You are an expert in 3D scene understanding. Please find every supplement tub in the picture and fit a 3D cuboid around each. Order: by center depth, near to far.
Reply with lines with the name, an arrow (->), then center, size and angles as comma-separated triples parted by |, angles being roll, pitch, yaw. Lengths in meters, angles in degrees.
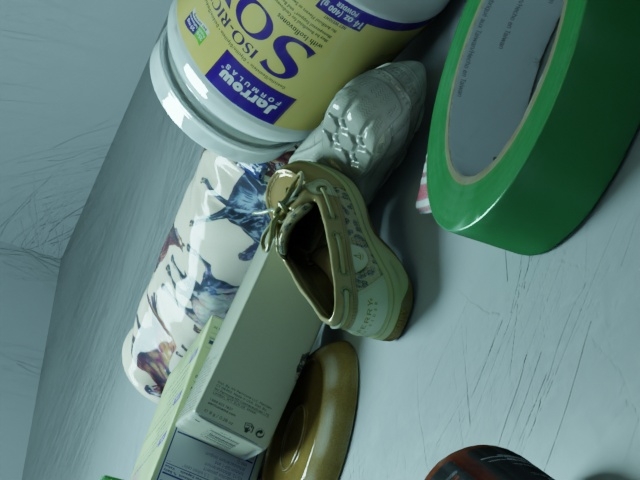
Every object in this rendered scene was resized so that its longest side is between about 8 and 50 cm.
supplement tub -> 0.137, 0.211, 1.233 | 0.198, 0.106, 0.106 | -151, 79, -76
supplement tub -> -0.025, -0.262, 2.019 | 0.331, 0.241, 0.241 | -45, 30, 40

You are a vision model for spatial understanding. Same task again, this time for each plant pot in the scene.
plant pot -> -0.018, 0.219, 1.952 | 0.236, 0.032, 0.236 | -163, 90, -76

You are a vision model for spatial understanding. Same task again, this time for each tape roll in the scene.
tape roll -> 0.189, -0.149, 1.518 | 0.321, 0.077, 0.321 | -163, 90, -75

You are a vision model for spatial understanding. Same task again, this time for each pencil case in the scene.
pencil case -> -0.119, 0.034, 2.279 | 0.183, 0.160, 0.410 | 53, 130, 39

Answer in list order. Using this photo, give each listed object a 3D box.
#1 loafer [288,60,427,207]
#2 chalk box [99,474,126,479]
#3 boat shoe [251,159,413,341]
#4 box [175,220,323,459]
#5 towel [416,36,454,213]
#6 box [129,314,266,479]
loafer -> 0.045, -0.102, 1.984 | 0.111, 0.112, 0.319 | -39, -5, -23
chalk box -> -0.245, 0.389, 2.232 | 0.132, 0.213, 0.132 | 123, 158, -45
boat shoe -> 0.000, 0.000, 1.864 | 0.285, 0.089, 0.104 | 50, 127, 50
box -> -0.058, 0.101, 2.005 | 0.275, 0.094, 0.113 | -65, 9, -19
towel -> 0.141, -0.123, 1.745 | 0.144, 0.029, 0.197 | 160, 123, -79
box -> -0.141, 0.248, 2.129 | 0.213, 0.117, 0.243 | 128, 164, -58
